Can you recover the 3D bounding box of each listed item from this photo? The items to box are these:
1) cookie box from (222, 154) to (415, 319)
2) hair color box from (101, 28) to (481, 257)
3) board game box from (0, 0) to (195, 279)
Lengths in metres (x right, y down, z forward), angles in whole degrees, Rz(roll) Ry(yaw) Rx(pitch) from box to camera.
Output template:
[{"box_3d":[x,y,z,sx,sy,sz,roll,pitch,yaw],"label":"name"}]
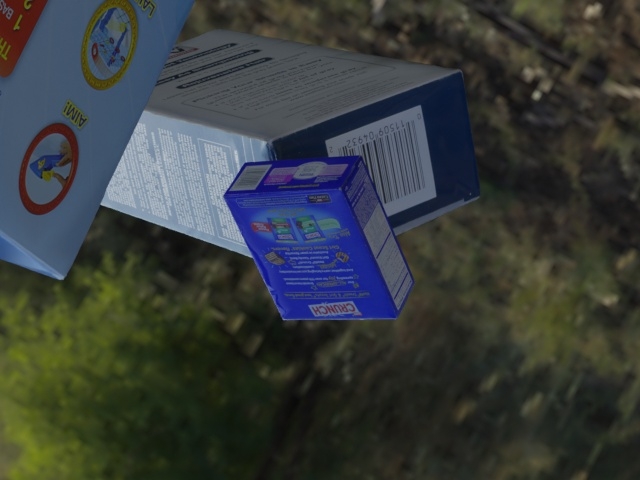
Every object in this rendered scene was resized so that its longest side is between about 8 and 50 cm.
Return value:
[{"box_3d":[0.000,0.000,1.148,0.092,0.040,0.107,-2,128,32],"label":"cookie box"},{"box_3d":[-0.053,-0.080,1.378,0.347,0.174,0.105,19,125,54],"label":"hair color box"},{"box_3d":[-0.142,-0.178,0.728,0.086,0.302,0.308,18,166,25],"label":"board game box"}]
